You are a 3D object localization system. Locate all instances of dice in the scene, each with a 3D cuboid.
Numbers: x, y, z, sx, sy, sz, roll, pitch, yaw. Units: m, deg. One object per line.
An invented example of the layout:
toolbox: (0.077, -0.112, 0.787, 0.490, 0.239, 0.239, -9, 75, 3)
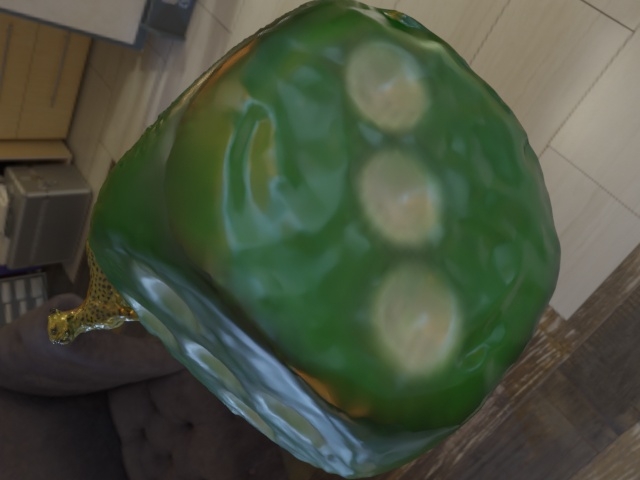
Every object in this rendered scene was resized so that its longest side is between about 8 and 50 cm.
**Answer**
dice: (0.000, 0.000, 0.545, 0.300, 0.297, 0.287, 45, 153, -7)

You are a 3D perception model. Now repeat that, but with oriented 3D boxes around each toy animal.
toy animal: (-0.236, 0.031, 0.705, 0.136, 0.073, 0.181, 5, 99, -1)
